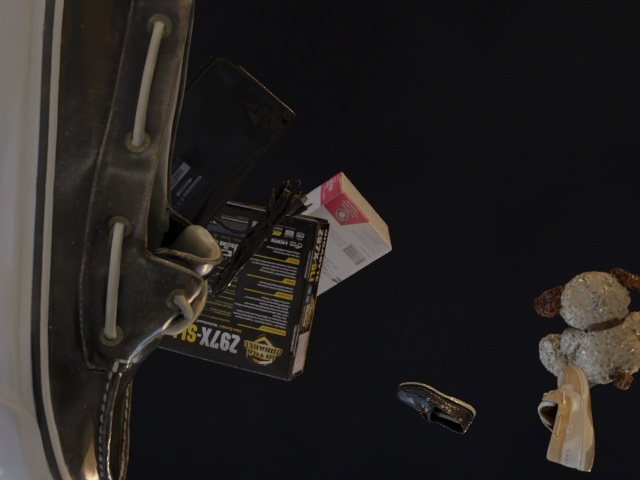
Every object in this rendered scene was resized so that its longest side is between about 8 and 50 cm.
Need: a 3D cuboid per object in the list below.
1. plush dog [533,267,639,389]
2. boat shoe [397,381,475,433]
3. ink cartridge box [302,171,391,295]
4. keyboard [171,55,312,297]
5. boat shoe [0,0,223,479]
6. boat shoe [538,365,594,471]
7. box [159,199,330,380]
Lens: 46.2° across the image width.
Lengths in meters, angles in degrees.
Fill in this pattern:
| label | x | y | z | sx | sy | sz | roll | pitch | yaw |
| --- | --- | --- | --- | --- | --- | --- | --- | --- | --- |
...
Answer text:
| label | x | y | z | sx | sy | sz | roll | pitch | yaw |
| --- | --- | --- | --- | --- | --- | --- | --- | --- | --- |
| plush dog | 0.575 | 0.174 | 1.557 | 0.262 | 0.210 | 0.225 | -18 | -83 | 12 |
| boat shoe | 0.179 | 0.266 | 1.201 | 0.042 | 0.133 | 0.049 | -48 | -35 | -37 |
| ink cartridge box | 0.000 | 0.000 | 1.408 | 0.218 | 0.092 | 0.158 | -34 | -64 | 18 |
| keyboard | -0.141 | -0.039 | 0.864 | 0.201 | 0.033 | 0.317 | 40 | -97 | -9 |
| boat shoe | -0.112 | 0.011 | 0.401 | 0.119 | 0.121 | 0.335 | 2 | -71 | -7 |
| boat shoe | 0.297 | 0.209 | 0.917 | 0.059 | 0.170 | 0.063 | 4 | -65 | 11 |
| box | -0.166 | 0.061 | 1.216 | 0.322 | 0.079 | 0.257 | 11 | -84 | 14 |
